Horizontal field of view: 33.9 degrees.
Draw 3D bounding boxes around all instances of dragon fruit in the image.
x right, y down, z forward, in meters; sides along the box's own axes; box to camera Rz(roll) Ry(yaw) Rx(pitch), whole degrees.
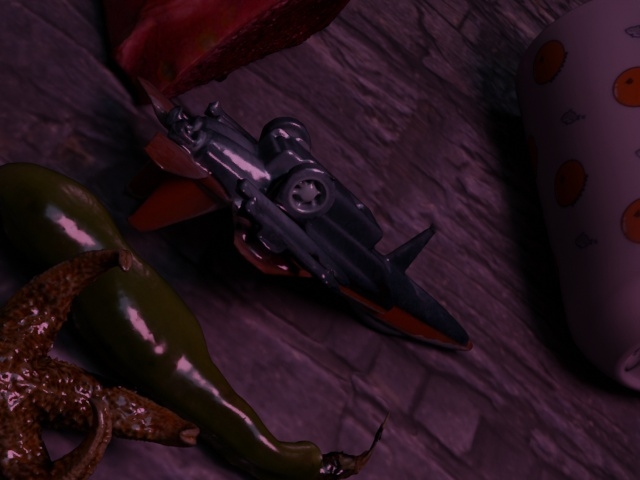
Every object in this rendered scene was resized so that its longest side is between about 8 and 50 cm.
[{"bbox_3d":[-0.059,-0.221,0.849,0.262,0.189,0.163,-33,113,-49],"label":"dragon fruit"}]

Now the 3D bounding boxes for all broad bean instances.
[{"bbox_3d":[-0.094,0.062,0.676,0.318,0.056,0.098,40,41,-14],"label":"broad bean"}]

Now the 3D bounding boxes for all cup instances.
[{"bbox_3d":[0.301,-0.037,0.931,0.212,0.212,0.317,17,53,-27],"label":"cup"}]

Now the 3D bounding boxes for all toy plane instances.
[{"bbox_3d":[0.004,-0.006,0.761,0.326,0.104,0.223,27,19,-24],"label":"toy plane"}]

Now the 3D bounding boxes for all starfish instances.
[{"bbox_3d":[-0.158,0.071,0.591,0.190,0.074,0.146,18,67,-24],"label":"starfish"}]
